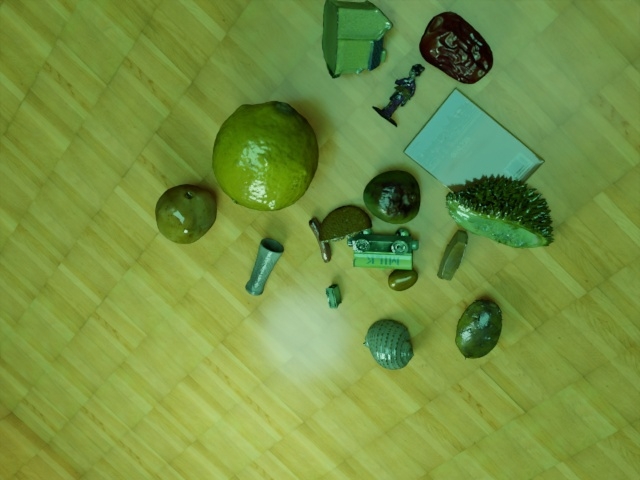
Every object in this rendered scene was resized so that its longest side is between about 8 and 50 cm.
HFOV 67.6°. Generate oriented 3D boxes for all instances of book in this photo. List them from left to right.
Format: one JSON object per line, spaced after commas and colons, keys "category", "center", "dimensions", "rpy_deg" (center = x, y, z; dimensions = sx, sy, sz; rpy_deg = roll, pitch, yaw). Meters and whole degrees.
{"category": "book", "center": [0.497, -0.277, 1.567], "dimensions": [0.374, 0.028, 0.262], "rpy_deg": [39, 113, -1]}

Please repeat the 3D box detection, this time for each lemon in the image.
{"category": "lemon", "center": [-0.173, -0.279, 1.563], "dimensions": [0.349, 0.350, 0.387], "rpy_deg": [33, 124, 2]}

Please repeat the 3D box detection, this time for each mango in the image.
{"category": "mango", "center": [0.300, 0.141, 1.736], "dimensions": [0.114, 0.060, 0.080], "rpy_deg": [-31, 101, 17]}

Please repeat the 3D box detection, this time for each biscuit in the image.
{"category": "biscuit", "center": [0.085, -0.064, 1.713], "dimensions": [0.206, 0.025, 0.126], "rpy_deg": [-15, 67, 21]}

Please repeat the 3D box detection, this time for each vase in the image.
{"category": "vase", "center": [-0.222, 0.108, 1.843], "dimensions": [0.096, 0.096, 0.219], "rpy_deg": [27, 115, 4]}

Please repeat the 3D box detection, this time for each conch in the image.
{"category": "conch", "center": [0.252, 0.402, 1.796], "dimensions": [0.200, 0.131, 0.172], "rpy_deg": [1, 109, 13]}

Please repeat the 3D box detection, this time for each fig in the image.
{"category": "fig", "center": [0.236, -0.145, 1.606], "dimensions": [0.191, 0.181, 0.181], "rpy_deg": [17, 114, 37]}

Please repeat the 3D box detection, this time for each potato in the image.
{"category": "potato", "center": [0.562, 0.322, 1.701], "dimensions": [0.149, 0.113, 0.251], "rpy_deg": [19, 111, 9]}

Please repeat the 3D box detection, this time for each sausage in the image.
{"category": "sausage", "center": [0.000, 0.000, 1.777], "dimensions": [0.047, 0.040, 0.177], "rpy_deg": [-18, 104, 18]}

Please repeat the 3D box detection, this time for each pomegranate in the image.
{"category": "pomegranate", "center": [-0.503, -0.102, 1.779], "dimensions": [0.233, 0.233, 0.233], "rpy_deg": [4, 109, 13]}

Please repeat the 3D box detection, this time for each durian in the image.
{"category": "durian", "center": [0.595, -0.092, 1.560], "dimensions": [0.394, 0.163, 0.198], "rpy_deg": [16, 155, -2]}

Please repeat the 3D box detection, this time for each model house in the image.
{"category": "model house", "center": [0.114, -0.630, 1.493], "dimensions": [0.189, 0.195, 0.214], "rpy_deg": [-5, 123, -9]}

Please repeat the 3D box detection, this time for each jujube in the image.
{"category": "jujube", "center": [0.407, -0.571, 1.434], "dimensions": [0.230, 0.155, 0.155], "rpy_deg": [38, 113, -11]}

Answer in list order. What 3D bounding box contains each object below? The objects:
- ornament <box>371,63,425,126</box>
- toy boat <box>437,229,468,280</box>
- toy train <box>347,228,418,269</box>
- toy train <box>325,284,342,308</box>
{"category": "ornament", "center": [0.256, -0.481, 1.544], "dimensions": [0.081, 0.088, 0.203], "rpy_deg": [35, 101, 27]}
{"category": "toy boat", "center": [0.456, 0.054, 1.663], "dimensions": [0.064, 0.072, 0.206], "rpy_deg": [12, 124, -5]}
{"category": "toy train", "center": [0.222, 0.042, 1.711], "dimensions": [0.253, 0.105, 0.157], "rpy_deg": [2, 122, 13]}
{"category": "toy train", "center": [0.051, 0.212, 1.824], "dimensions": [0.038, 0.056, 0.093], "rpy_deg": [-3, 108, 33]}
